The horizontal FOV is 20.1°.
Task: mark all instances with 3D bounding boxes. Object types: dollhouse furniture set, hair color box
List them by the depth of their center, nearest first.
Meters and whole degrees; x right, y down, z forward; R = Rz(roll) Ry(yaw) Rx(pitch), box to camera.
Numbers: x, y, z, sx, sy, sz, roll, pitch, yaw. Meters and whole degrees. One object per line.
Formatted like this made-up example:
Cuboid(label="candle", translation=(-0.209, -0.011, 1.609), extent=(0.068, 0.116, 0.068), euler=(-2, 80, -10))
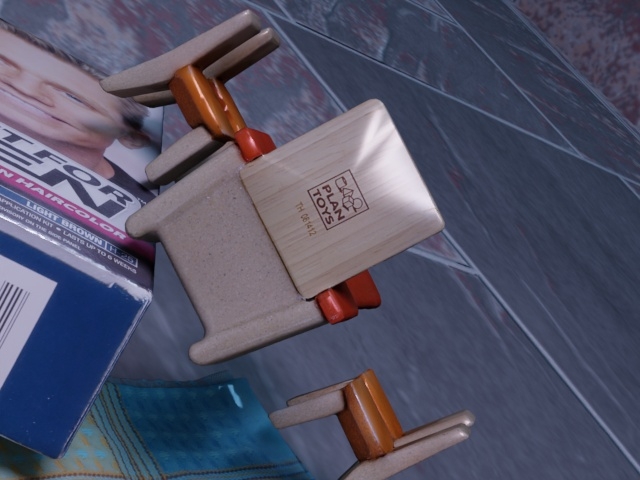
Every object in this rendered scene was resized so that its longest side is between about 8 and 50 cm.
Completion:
Cuboid(label="dollhouse furniture set", translation=(0.000, 0.000, 0.954), extent=(0.262, 0.135, 0.259), euler=(63, 6, 4))
Cuboid(label="hair color box", translation=(-0.186, -0.029, 0.995), extent=(0.173, 0.105, 0.347), euler=(28, 15, -13))

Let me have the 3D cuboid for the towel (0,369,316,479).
Cuboid(label="towel", translation=(-0.079, 0.162, 0.914), extent=(0.271, 0.040, 0.370), euler=(47, 20, 27))
